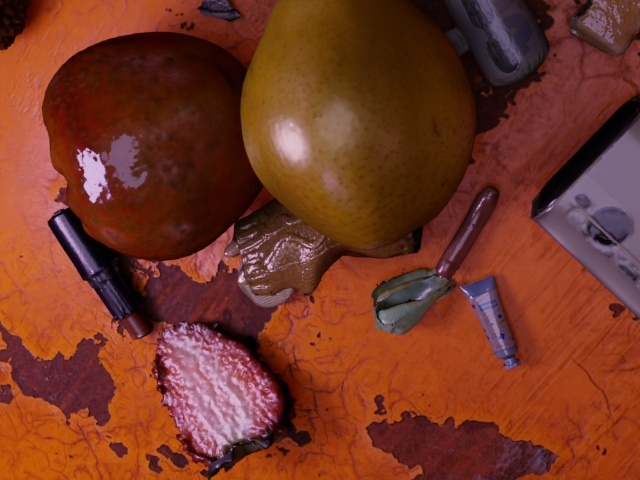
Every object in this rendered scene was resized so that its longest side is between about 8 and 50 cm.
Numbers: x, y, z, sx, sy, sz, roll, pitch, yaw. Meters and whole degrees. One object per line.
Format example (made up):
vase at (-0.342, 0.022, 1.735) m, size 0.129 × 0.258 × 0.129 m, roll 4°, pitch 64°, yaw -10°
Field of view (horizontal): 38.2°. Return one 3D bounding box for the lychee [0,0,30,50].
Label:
lychee at (-0.666, -0.454, 1.657) m, size 0.267 × 0.267 × 0.267 m, roll 3°, pitch 105°, yaw 14°

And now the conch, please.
conch at (0.159, 0.099, 1.682) m, size 0.170 × 0.079 × 0.106 m, roll -39°, pitch 98°, yaw 4°

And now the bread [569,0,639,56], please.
bread at (0.469, -0.363, 1.480) m, size 0.106 × 0.082 × 0.125 m, roll 36°, pitch 100°, yaw -7°

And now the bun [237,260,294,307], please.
bun at (-0.100, 0.068, 1.738) m, size 0.115 × 0.069 × 0.115 m, roll -2°, pitch 114°, yaw -5°

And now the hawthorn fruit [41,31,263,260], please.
hawthorn fruit at (-0.248, -0.168, 1.566) m, size 0.403 × 0.403 × 0.403 m, roll 3°, pitch 105°, yaw 14°

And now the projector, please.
projector at (0.506, -0.054, 1.456) m, size 0.249 × 0.248 × 0.248 m, roll 43°, pitch 109°, yaw 1°

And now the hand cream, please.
hand cream at (0.315, 0.150, 1.667) m, size 0.065 × 0.043 × 0.171 m, roll -23°, pitch 93°, yaw 13°

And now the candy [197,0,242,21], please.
candy at (-0.142, -0.489, 1.618) m, size 0.094 × 0.051 × 0.226 m, roll 31°, pitch 109°, yaw 2°

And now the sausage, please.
sausage at (0.260, -0.015, 1.634) m, size 0.043 × 0.043 × 0.186 m, roll 31°, pitch 105°, yaw 5°

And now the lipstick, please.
lipstick at (-0.427, 0.065, 1.815) m, size 0.081 × 0.081 × 0.300 m, roll -28°, pitch 100°, yaw 19°

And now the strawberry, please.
strawberry at (-0.188, 0.290, 1.803) m, size 0.233 × 0.138 × 0.306 m, roll -30°, pitch 69°, yaw 1°

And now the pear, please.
pear at (0.054, -0.197, 1.399) m, size 0.362 × 0.362 × 0.418 m, roll -10°, pitch 94°, yaw 16°

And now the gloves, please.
gloves at (0.004, -0.016, 1.617) m, size 0.356 × 0.203 × 0.155 m, roll -15°, pitch 109°, yaw 1°

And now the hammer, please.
hammer at (0.198, -0.309, 1.553) m, size 0.335 × 0.119 × 0.206 m, roll -28°, pitch 95°, yaw 26°
